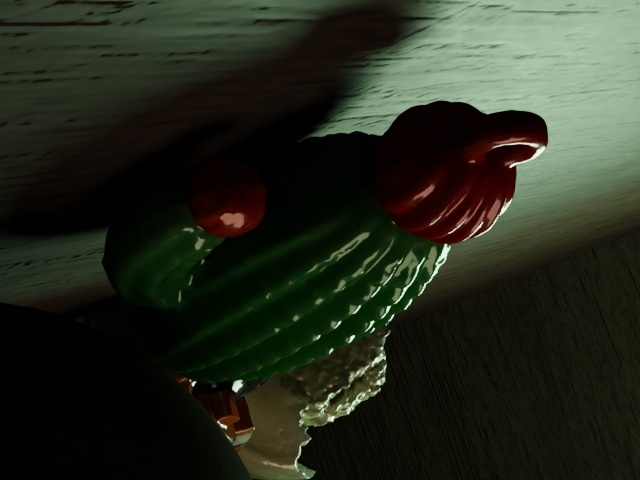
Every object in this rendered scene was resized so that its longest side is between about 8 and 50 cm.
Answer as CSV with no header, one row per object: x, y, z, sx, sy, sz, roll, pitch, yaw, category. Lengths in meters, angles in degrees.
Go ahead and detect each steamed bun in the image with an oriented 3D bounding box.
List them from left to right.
-0.048,0.137,1.156,0.200,0.170,0.225,-22,176,-19,steamed bun

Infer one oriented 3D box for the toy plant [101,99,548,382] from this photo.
-0.014,0.002,0.527,0.154,0.088,0.240,-3,162,-12,toy plant

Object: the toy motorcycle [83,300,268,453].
-0.160,0.153,0.926,0.221,0.148,0.326,-11,156,-21,toy motorcycle

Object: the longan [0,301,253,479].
-0.159,0.163,0.539,0.297,0.297,0.297,-19,173,-2,longan
